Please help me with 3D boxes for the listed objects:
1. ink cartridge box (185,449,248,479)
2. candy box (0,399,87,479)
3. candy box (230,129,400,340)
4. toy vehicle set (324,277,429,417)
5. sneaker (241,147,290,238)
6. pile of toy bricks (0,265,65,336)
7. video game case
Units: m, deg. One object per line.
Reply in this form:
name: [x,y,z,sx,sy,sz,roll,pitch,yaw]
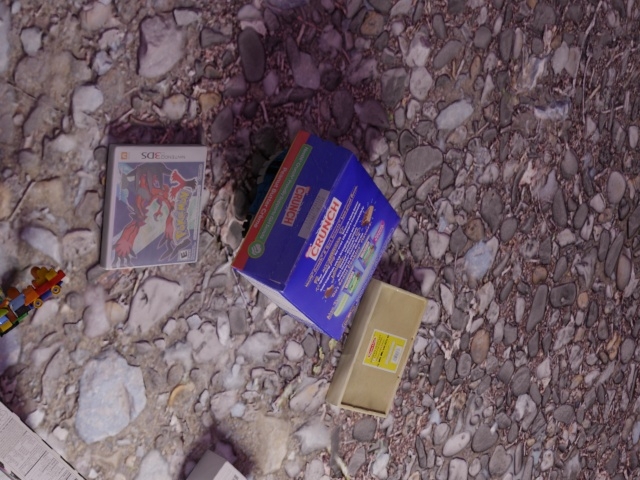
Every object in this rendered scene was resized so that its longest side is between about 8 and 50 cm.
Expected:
ink cartridge box: [-0.174,0.478,2.033,0.104,0.060,0.180,-53,133,-20]
candy box: [-0.461,0.291,1.617,0.071,0.159,0.233,-50,133,-21]
candy box: [0.000,0.000,1.950,0.268,0.122,0.317,-62,155,-10]
toy vehicle set: [0.118,0.221,2.259,0.166,0.035,0.266,23,86,-46]
sneaker: [-0.075,-0.071,1.964,0.083,0.071,0.190,27,86,-59]
pile of toy bricks: [-0.477,0.084,1.595,0.212,0.118,0.105,-38,100,-11]
video game case: [-0.268,-0.057,1.796,0.183,0.023,0.201,-5,106,-44]
